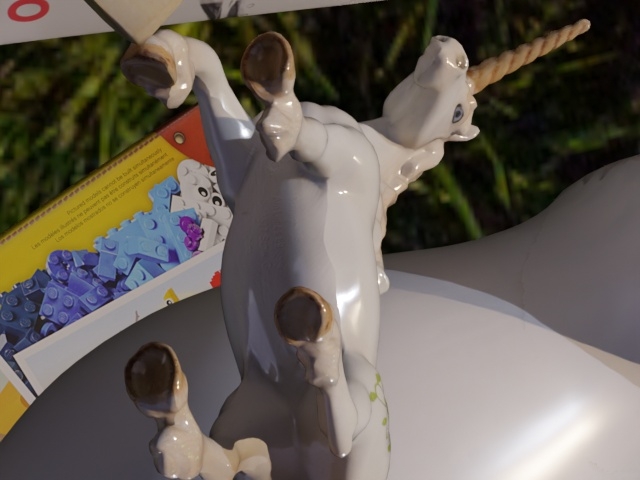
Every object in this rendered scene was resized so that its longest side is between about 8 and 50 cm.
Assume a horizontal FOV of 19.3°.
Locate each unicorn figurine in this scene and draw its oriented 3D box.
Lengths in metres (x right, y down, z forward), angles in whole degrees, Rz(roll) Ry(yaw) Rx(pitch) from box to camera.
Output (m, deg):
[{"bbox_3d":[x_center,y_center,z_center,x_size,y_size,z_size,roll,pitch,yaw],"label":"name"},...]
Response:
[{"bbox_3d":[0.000,0.000,0.393,0.060,0.162,0.111,8,163,23],"label":"unicorn figurine"}]

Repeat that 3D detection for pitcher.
[{"bbox_3d":[0.010,0.061,0.519,0.207,0.125,0.178,-28,180,-14],"label":"pitcher"}]

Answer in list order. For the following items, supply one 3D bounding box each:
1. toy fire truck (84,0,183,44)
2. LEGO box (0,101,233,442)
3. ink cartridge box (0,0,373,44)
[{"bbox_3d":[-0.142,-0.092,0.283,0.246,0.158,0.217,41,103,-4],"label":"toy fire truck"},{"bbox_3d":[-0.154,0.202,1.112,0.372,0.500,0.193,52,142,-2],"label":"LEGO box"},{"bbox_3d":[-0.007,-0.100,0.394,0.150,0.063,0.109,-8,156,-15],"label":"ink cartridge box"}]
